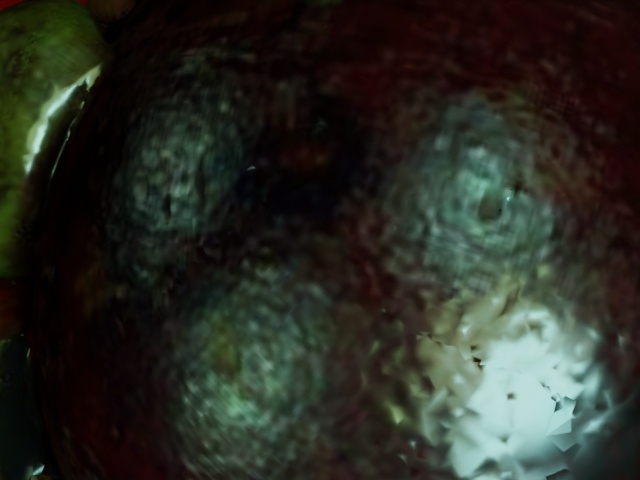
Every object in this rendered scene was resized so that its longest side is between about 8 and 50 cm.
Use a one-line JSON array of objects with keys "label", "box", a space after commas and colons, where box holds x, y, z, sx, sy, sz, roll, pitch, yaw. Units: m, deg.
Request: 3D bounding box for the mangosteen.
[{"label": "mangosteen", "box": [0.014, 0.005, 0.570, 0.300, 0.300, 0.300, -9, 120, -16]}]
